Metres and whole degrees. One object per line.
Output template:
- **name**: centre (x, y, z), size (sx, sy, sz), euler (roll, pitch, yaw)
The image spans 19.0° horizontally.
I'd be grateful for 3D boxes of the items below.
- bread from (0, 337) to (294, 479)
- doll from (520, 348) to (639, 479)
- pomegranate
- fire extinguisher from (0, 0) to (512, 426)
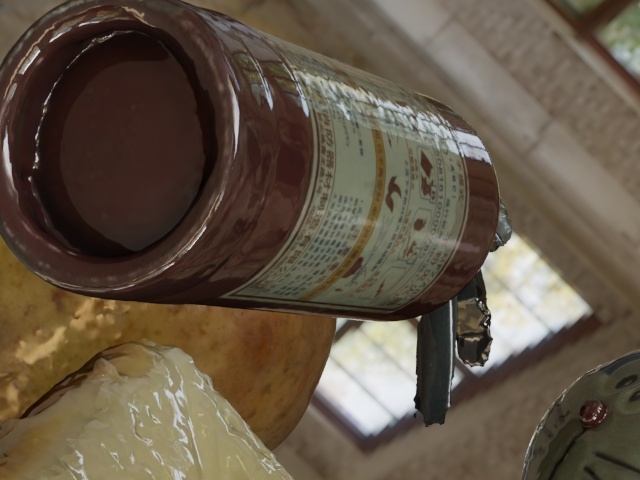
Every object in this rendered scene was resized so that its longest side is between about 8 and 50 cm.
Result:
- **bread**: centre (-0.141, 0.277, 0.754), size (0.371, 0.279, 0.390), euler (-47, 179, 18)
- **doll**: centre (0.151, 0.179, 1.042), size (0.258, 0.154, 0.228), euler (-64, -160, 11)
- **pomegranate**: centre (-0.130, 0.028, 1.181), size (0.281, 0.281, 0.281), euler (-45, -170, 10)
- **fire extinguisher**: centre (0.000, 0.000, 0.525), size (0.071, 0.099, 0.231), euler (-3, 172, 25)
